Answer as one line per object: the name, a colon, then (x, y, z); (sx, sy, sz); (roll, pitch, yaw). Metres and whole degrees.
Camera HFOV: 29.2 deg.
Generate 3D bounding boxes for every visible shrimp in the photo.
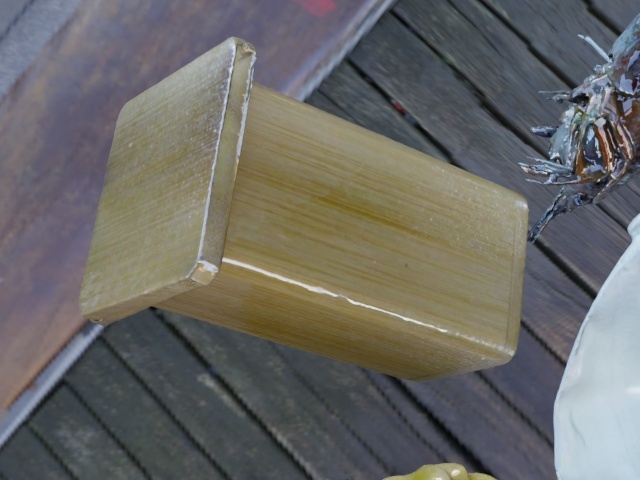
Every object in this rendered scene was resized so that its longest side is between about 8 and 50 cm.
shrimp: (0.318, -0.141, 1.373); (0.137, 0.172, 0.372); (34, 133, -13)

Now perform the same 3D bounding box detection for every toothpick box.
toothpick box: (0.000, 0.000, 0.976); (0.190, 0.308, 0.187); (-23, 54, 52)

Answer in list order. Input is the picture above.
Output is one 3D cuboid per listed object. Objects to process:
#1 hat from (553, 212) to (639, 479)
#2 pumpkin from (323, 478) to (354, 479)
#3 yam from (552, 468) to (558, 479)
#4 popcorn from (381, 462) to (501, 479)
hat: (0.278, 0.071, 0.561); (0.258, 0.301, 0.168); (-48, 38, 38)
pumpkin: (0.028, 0.412, 1.436); (0.263, 0.293, 0.197); (37, 133, -4)
yam: (0.243, 0.206, 1.177); (0.032, 0.032, 0.145); (15, 101, 20)
popcorn: (0.119, 0.367, 0.923); (0.344, 0.354, 0.390); (-21, 91, 34)
